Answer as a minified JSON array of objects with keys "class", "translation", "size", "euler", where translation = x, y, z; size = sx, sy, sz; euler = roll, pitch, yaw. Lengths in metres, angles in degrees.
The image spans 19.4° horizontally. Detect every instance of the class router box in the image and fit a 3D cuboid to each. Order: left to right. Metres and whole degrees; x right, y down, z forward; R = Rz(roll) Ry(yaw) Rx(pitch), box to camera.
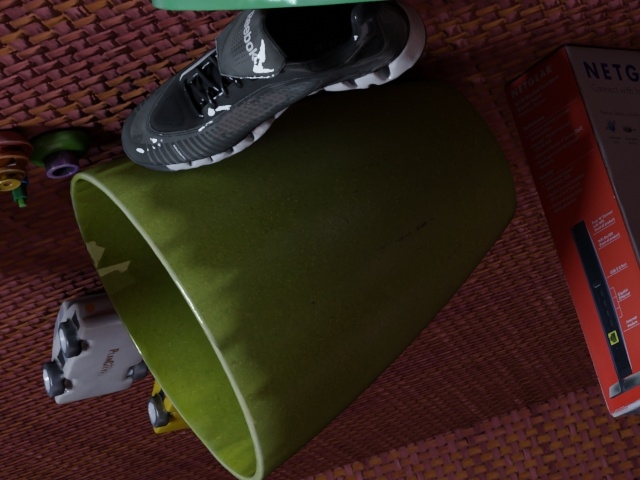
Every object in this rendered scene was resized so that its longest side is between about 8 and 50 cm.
[{"class":"router box","translation":[0.341,-0.011,1.621],"size":[0.335,0.301,0.082],"euler":[-2,158,-40]}]

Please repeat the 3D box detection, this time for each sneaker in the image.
[{"class":"sneaker","translation":[-0.046,-0.124,1.315],"size":[0.234,0.078,0.106],"euler":[-23,158,11]}]

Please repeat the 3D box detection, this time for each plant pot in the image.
[{"class":"plant pot","translation":[0.000,0.000,1.474],"size":[0.293,0.275,0.275],"euler":[-30,167,-17]}]

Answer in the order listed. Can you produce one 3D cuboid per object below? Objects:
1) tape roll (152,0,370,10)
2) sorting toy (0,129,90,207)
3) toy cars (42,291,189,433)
[{"class":"tape roll","translation":[0.066,-0.177,1.001],"size":[0.321,0.077,0.321],"euler":[-6,-170,1]},{"class":"sorting toy","translation":[-0.220,-0.054,1.422],"size":[0.102,0.042,0.061],"euler":[-2,158,-39]},{"class":"toy cars","translation":[-0.174,0.108,1.903],"size":[0.176,0.087,0.394],"euler":[-27,157,16]}]
